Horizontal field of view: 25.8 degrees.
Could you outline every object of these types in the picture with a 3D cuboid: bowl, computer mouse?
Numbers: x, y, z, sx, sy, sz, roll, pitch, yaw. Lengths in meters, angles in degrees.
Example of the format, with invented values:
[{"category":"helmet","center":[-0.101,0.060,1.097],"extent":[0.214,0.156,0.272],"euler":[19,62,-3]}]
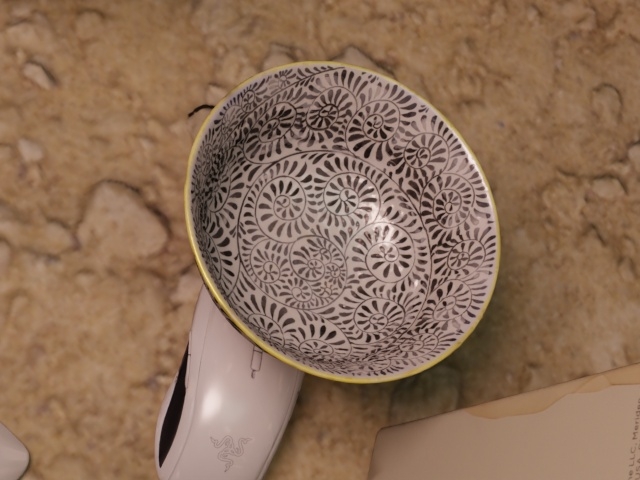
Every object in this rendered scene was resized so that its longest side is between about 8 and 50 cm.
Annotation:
[{"category":"bowl","center":[0.000,0.000,0.722],"extent":[0.170,0.080,0.170],"euler":[8,68,-20]},{"category":"computer mouse","center":[-0.035,0.052,0.755],"extent":[0.106,0.042,0.193],"euler":[19,69,-20]}]

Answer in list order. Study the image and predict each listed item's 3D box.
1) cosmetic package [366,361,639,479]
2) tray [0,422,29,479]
[{"category":"cosmetic package","center":[0.152,0.142,0.668],"extent":[0.160,0.309,0.113],"euler":[19,70,-21]},{"category":"tray","center":[-0.275,0.059,0.651],"extent":[0.270,0.030,0.145],"euler":[46,62,-8]}]
